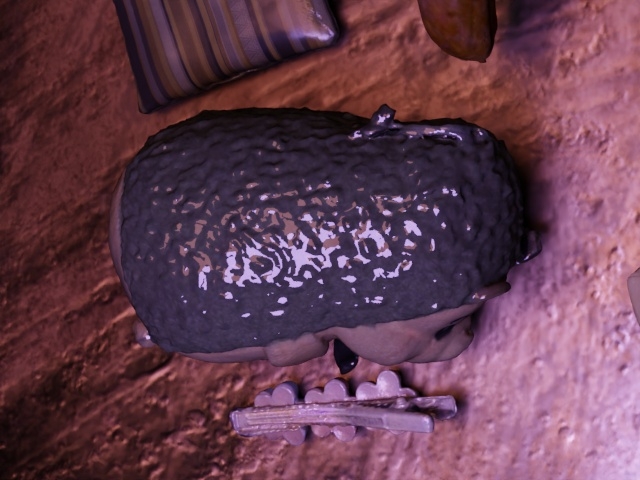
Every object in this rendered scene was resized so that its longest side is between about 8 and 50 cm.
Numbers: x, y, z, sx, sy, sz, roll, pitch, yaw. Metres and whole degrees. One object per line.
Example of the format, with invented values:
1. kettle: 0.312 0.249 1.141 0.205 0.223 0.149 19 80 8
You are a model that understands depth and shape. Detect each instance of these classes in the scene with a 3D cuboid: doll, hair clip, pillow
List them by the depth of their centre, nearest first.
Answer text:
1. doll: 0.000 0.000 1.614 0.349 0.247 0.247 -9 86 20
2. hair clip: 0.021 0.146 1.691 0.214 0.056 0.062 -3 105 35
3. pillow: -0.101 -0.242 1.748 0.212 0.052 0.208 -19 85 26

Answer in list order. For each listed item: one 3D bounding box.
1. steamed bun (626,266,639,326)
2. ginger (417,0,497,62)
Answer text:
1. steamed bun: 0.347 0.077 1.489 0.231 0.110 0.212 -8 103 -3
2. ginger: 0.062 -0.293 1.556 0.133 0.107 0.309 -40 79 8
